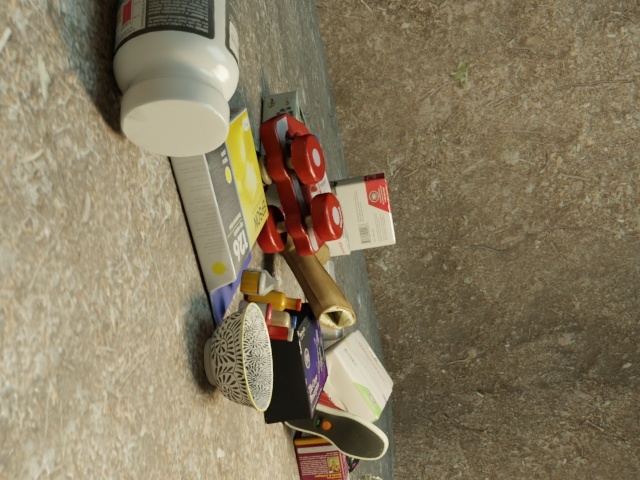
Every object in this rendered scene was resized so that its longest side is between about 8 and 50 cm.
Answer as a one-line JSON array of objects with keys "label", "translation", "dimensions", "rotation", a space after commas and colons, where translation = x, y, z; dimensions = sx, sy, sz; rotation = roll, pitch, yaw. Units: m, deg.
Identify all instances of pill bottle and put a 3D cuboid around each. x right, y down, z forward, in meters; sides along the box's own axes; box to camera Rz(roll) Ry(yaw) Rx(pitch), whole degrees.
[{"label": "pill bottle", "translation": [-0.186, -0.261, 0.887], "dimensions": [0.162, 0.162, 0.279], "rotation": [63, 22, -65]}]

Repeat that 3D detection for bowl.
[{"label": "bowl", "translation": [-0.134, 0.187, 1.073], "dimensions": [0.170, 0.080, 0.170], "rotation": [-7, 90, -81]}]

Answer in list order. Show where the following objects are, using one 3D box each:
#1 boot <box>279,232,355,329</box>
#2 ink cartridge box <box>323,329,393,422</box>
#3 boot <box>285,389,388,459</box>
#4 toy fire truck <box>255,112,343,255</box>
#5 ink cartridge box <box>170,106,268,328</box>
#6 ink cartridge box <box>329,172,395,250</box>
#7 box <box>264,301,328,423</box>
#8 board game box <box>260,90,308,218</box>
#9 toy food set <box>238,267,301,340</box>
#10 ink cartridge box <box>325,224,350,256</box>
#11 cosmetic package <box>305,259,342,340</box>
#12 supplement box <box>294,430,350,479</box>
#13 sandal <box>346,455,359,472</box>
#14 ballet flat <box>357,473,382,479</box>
[{"label": "boot", "translation": [0.000, 0.095, 1.559], "dimensions": [0.236, 0.089, 0.270], "rotation": [24, 25, -52]}, {"label": "ink cartridge box", "translation": [0.081, 0.376, 1.847], "dimensions": [0.207, 0.119, 0.353], "rotation": [56, 12, 6]}, {"label": "boot", "translation": [0.041, 0.398, 1.541], "dimensions": [0.176, 0.244, 0.089], "rotation": [-37, 150, -81]}, {"label": "toy fire truck", "translation": [-0.044, -0.123, 1.453], "dimensions": [0.254, 0.169, 0.302], "rotation": [-52, 127, -64]}, {"label": "ink cartridge box", "translation": [-0.156, -0.053, 1.199], "dimensions": [0.304, 0.072, 0.308], "rotation": [-76, 155, -67]}, {"label": "ink cartridge box", "translation": [0.070, -0.075, 1.997], "dimensions": [0.114, 0.272, 0.197], "rotation": [-79, 160, -74]}, {"label": "box", "translation": [-0.058, 0.250, 1.449], "dimensions": [0.261, 0.103, 0.185], "rotation": [-46, 125, -79]}, {"label": "board game box", "translation": [-0.079, -0.188, 1.715], "dimensions": [0.224, 0.097, 0.304], "rotation": [70, 16, -53]}, {"label": "toy food set", "translation": [-0.088, 0.119, 1.226], "dimensions": [0.232, 0.104, 0.111], "rotation": [100, -3, -72]}, {"label": "ink cartridge box", "translation": [0.000, 0.000, 1.859], "dimensions": [0.109, 0.150, 0.063], "rotation": [63, 21, -64]}, {"label": "cosmetic package", "translation": [0.006, 0.172, 1.967], "dimensions": [0.117, 0.085, 0.231], "rotation": [23, 60, -80]}, {"label": "supplement box", "translation": [0.008, 0.531, 1.593], "dimensions": [0.081, 0.104, 0.188], "rotation": [-60, 141, -76]}, {"label": "sandal", "translation": [0.054, 0.519, 1.880], "dimensions": [0.446, 0.106, 0.168], "rotation": [-85, 164, -54]}, {"label": "ballet flat", "translation": [0.109, 0.732, 1.927], "dimensions": [0.409, 0.146, 0.147], "rotation": [93, -7, -65]}]
